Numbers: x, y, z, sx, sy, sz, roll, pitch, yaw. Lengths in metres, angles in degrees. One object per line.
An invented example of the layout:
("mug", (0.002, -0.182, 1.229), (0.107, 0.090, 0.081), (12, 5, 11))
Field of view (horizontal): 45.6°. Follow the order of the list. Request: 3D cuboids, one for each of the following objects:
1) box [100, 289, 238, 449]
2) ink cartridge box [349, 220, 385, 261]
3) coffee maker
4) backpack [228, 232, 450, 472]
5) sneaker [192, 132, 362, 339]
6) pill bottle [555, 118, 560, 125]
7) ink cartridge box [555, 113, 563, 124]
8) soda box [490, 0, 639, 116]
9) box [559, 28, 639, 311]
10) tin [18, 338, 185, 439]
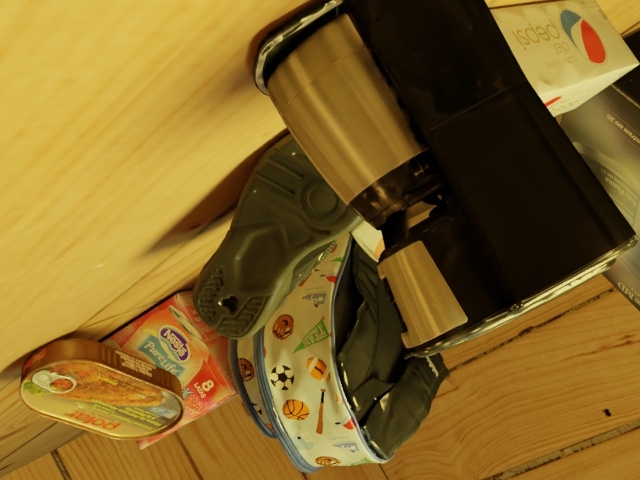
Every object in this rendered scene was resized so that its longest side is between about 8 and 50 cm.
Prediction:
("box", (-0.150, 0.151, 1.043), (0.154, 0.142, 0.300), (-33, 173, 15))
("ink cartridge box", (0.098, -0.062, 0.704), (0.179, 0.045, 0.145), (-40, -172, 2))
("coffee maker", (0.077, -0.053, 0.384), (0.171, 0.178, 0.120), (-33, 173, 24))
("backpack", (0.011, 0.134, 0.907), (0.213, 0.276, 0.263), (-21, -158, 17))
("sneaker", (-0.014, -0.029, 0.610), (0.227, 0.087, 0.130), (-55, -178, 35))
("pill bottle", (0.467, -0.181, 1.363), (0.112, 0.112, 0.187), (-32, 173, 16))
("ink cartridge box", (0.366, -0.201, 1.068), (0.083, 0.048, 0.028), (-36, 171, 31))
("soda box", (0.162, -0.134, 0.589), (0.216, 0.073, 0.069), (-23, 169, -45))
("box", (0.461, -0.072, 0.983), (0.183, 0.296, 0.294), (-28, 148, -17))
("tin", (-0.234, 0.165, 0.828), (0.106, 0.040, 0.190), (-40, 132, 18))
